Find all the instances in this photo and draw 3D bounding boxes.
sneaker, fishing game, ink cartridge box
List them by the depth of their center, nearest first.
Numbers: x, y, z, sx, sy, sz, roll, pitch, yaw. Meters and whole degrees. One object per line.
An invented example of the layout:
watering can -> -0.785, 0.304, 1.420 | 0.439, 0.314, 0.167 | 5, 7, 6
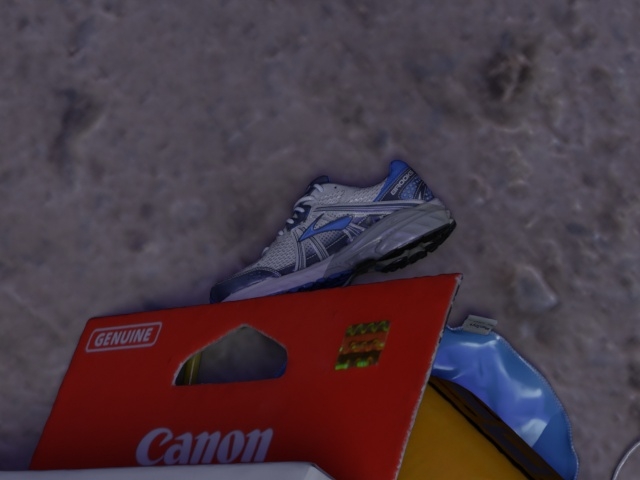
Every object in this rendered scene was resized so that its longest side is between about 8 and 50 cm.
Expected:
ink cartridge box -> -0.082, 0.117, 0.791 | 0.060, 0.275, 0.239 | 37, 60, -35
fishing game -> 0.048, 0.127, 0.917 | 0.264, 0.041, 0.189 | 14, 84, 2
sneaker -> 0.000, 0.000, 0.937 | 0.135, 0.052, 0.058 | -23, 72, -11

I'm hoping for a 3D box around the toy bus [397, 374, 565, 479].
toy bus -> -0.024, 0.217, 0.832 | 0.108, 0.130, 0.332 | 44, 96, 18
